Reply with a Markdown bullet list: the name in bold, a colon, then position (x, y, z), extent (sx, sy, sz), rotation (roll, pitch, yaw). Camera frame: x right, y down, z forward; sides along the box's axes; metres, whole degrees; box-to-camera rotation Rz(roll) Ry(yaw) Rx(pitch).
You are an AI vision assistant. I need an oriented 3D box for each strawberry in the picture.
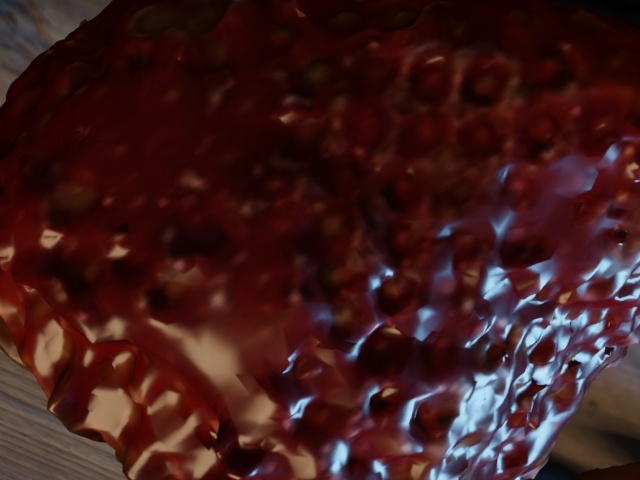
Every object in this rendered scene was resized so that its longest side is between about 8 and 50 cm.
- **strawberry**: position (0.003, 0.003, 0.712), extent (0.261, 0.258, 0.261), rotation (39, 178, 1)

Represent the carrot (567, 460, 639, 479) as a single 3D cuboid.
- **carrot**: position (0.259, 0.257, 1.037), extent (0.214, 0.193, 0.331), rotation (-23, 127, 34)
